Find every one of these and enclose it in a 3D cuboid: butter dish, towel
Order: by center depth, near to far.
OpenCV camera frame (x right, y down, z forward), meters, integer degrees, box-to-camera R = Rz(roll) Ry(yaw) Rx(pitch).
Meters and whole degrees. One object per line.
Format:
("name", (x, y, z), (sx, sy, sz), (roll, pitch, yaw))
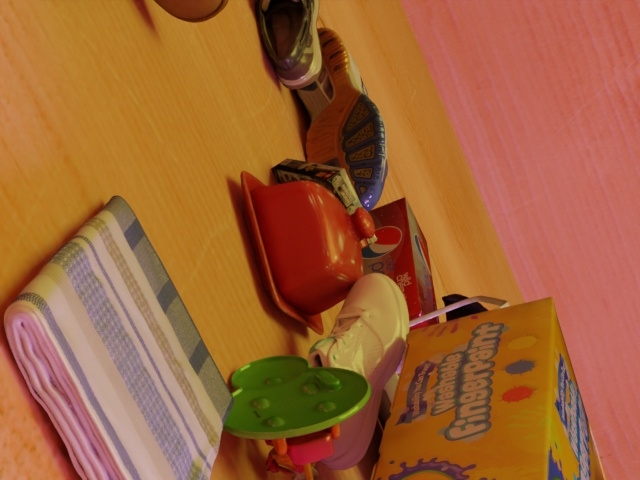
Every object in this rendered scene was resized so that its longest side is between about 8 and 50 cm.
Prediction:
("towel", (-0.133, 0.092, 1.045), (0.285, 0.034, 0.209), (-73, 138, -73))
("butter dish", (0.000, 0.000, 1.553), (0.160, 0.118, 0.160), (41, 30, -66))

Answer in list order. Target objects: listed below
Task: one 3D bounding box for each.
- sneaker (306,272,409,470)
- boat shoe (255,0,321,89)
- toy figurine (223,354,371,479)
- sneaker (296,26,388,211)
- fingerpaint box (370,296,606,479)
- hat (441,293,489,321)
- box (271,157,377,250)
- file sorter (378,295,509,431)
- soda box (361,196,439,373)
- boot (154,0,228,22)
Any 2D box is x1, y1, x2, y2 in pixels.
("sneaker", (0.024, 0.113, 1.468), (0.094, 0.080, 0.212), (40, 53, -37))
("boat shoe", (-0.045, -0.305, 1.941), (0.073, 0.080, 0.223), (58, 21, -60))
("toy figurine", (-0.016, 0.199, 1.266), (0.173, 0.130, 0.159), (-144, -139, -67))
("sneaker", (0.041, -0.146, 1.978), (0.131, 0.112, 0.296), (52, 22, -54))
("fingerpaint box", (0.180, 0.311, 1.307), (0.445, 0.163, 0.371), (-64, 137, -68))
("hat", (0.213, 0.232, 1.901), (0.331, 0.134, 0.331), (52, -11, 15))
("box", (0.003, -0.042, 1.676), (0.137, 0.027, 0.094), (14, -45, 61))
("file sorter", (0.169, 0.214, 1.688), (0.193, 0.173, 0.278), (-175, -117, -82))
("soda box", (0.095, 0.058, 1.922), (0.263, 0.092, 0.083), (-92, 158, -55))
("boot", (-0.181, -0.274, 1.324), (0.236, 0.089, 0.269), (55, 16, -14))
